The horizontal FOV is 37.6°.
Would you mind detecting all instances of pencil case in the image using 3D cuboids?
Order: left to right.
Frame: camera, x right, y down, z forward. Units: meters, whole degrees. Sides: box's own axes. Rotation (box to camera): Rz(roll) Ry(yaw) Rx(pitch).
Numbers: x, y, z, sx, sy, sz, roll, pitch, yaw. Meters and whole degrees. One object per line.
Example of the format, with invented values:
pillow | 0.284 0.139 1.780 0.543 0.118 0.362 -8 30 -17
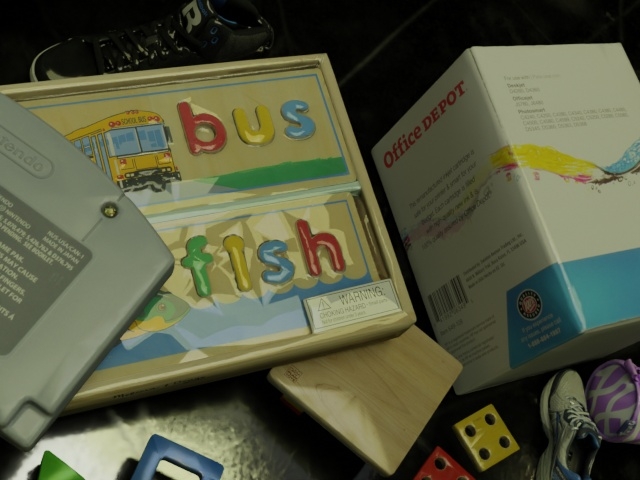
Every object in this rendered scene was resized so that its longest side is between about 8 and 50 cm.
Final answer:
pencil case | 0.366 0.167 0.949 0.206 0.088 0.086 11 27 -25

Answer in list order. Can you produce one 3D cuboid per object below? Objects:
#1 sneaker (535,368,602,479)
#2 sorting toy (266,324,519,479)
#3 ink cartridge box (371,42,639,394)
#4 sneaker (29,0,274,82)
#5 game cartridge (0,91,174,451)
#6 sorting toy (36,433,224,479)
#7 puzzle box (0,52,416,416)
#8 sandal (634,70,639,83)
sneaker | 0.246 0.184 0.900 0.052 0.058 0.135 20 58 -17
sorting toy | 0.043 0.128 0.828 0.274 0.046 0.132 39 55 3
ink cartridge box | 0.209 -0.023 0.899 0.197 0.198 0.270 -8 71 -29
sneaker | -0.146 -0.183 0.846 0.217 0.121 0.079 -11 70 -30
game cartridge | -0.265 -0.013 0.674 0.297 0.062 0.198 36 59 1
sorting toy | -0.161 0.305 0.647 0.196 0.047 0.347 14 60 -15
puzzle box | -0.148 -0.012 0.768 0.409 0.052 0.272 -11 70 -21
sandal | 0.459 -0.151 1.189 0.179 0.040 0.067 36 49 11
